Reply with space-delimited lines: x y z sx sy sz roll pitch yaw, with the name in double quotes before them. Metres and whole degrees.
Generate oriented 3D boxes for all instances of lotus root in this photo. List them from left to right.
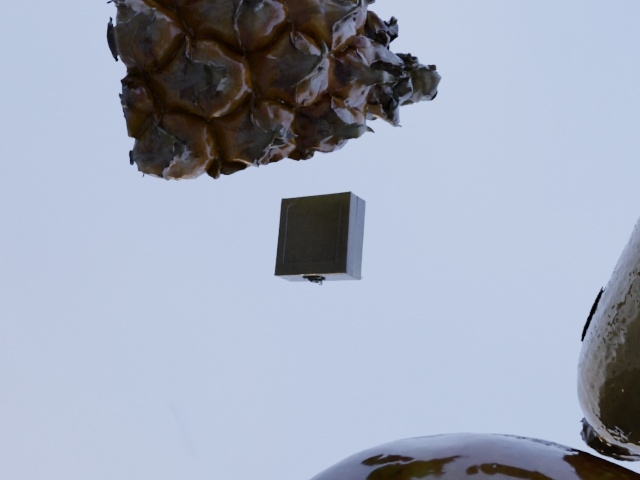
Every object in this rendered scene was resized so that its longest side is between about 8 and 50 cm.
"lotus root" 0.277 0.034 0.431 0.146 0.131 0.303 17 -73 -23

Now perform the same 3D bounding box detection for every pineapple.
"pineapple" -0.022 -0.218 0.563 0.286 0.344 0.209 -3 -52 -6

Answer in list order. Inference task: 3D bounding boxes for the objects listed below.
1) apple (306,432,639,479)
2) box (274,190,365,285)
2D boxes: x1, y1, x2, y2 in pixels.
"apple" 0.106 0.314 0.379 0.384 0.374 0.374 -1 -69 24
"box" 0.000 0.000 0.602 0.079 0.035 0.083 -3 -105 30
